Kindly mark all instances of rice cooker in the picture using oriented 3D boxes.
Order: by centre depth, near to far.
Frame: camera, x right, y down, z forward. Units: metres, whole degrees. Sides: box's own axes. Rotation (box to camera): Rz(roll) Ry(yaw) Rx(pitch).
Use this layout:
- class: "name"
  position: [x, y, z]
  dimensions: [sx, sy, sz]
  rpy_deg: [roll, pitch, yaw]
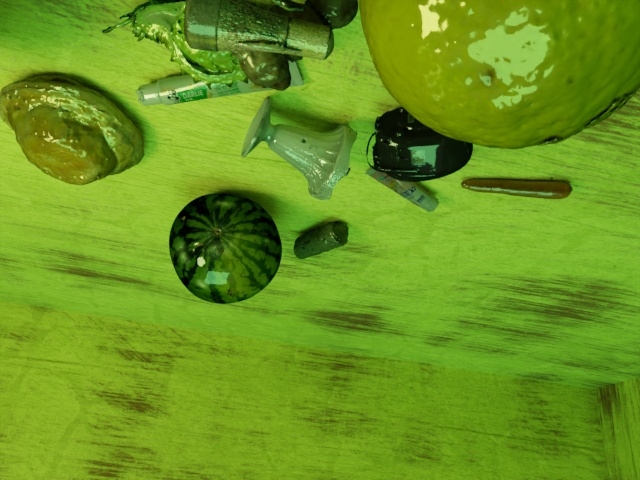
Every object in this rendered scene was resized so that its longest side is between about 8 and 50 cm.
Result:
- class: "rice cooker"
  position: [0.188, -0.189, 1.002]
  dimensions: [0.203, 0.142, 0.118]
  rpy_deg: [-2, 139, 14]

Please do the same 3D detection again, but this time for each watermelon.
- class: "watermelon"
  position: [-0.243, 0.023, 1.339]
  dimensions: [0.285, 0.285, 0.285]
  rpy_deg: [5, 153, 2]

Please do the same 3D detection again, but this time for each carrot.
- class: "carrot"
  position: [0.448, -0.122, 1.192]
  dimensions: [0.248, 0.043, 0.043]
  rpy_deg: [5, 153, 7]

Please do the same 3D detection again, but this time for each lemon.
- class: "lemon"
  position: [0.213, -0.289, 0.596]
  dimensions: [0.350, 0.349, 0.387]
  rpy_deg: [-18, 142, 38]

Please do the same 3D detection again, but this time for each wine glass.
- class: "wine glass"
  position: [-0.045, -0.185, 1.039]
  dimensions: [0.197, 0.164, 0.165]
  rpy_deg: [20, 150, -20]

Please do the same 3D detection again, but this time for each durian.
- class: "durian"
  position: [-0.172, -0.326, 0.846]
  dimensions: [0.375, 0.106, 0.132]
  rpy_deg: [4, 148, -7]

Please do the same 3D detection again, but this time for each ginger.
- class: "ginger"
  position: [-0.034, -0.316, 0.789]
  dimensions: [0.204, 0.080, 0.104]
  rpy_deg: [-41, 115, 2]

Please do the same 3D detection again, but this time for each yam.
- class: "yam"
  position: [0.000, 0.000, 1.474]
  dimensions: [0.078, 0.078, 0.179]
  rpy_deg: [26, 148, -34]

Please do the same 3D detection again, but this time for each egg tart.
- class: "egg tart"
  position: [-0.540, -0.210, 1.116]
  dimensions: [0.319, 0.128, 0.319]
  rpy_deg: [7, 154, 3]

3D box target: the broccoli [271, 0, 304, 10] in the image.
- class: "broccoli"
  position: [-0.111, -0.403, 0.695]
  dimensions: [0.275, 0.177, 0.199]
  rpy_deg: [20, -157, 40]

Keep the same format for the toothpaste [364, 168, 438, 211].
- class: "toothpaste"
  position: [0.199, -0.127, 1.232]
  dimensions: [0.195, 0.042, 0.067]
  rpy_deg: [27, 149, -26]

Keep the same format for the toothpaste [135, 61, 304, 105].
- class: "toothpaste"
  position: [-0.192, -0.295, 0.974]
  dimensions: [0.315, 0.055, 0.058]
  rpy_deg: [-5, -164, 13]

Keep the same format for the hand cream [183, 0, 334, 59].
- class: "hand cream"
  position: [-0.080, -0.288, 0.716]
  dimensions: [0.203, 0.083, 0.084]
  rpy_deg: [10, 153, -8]
